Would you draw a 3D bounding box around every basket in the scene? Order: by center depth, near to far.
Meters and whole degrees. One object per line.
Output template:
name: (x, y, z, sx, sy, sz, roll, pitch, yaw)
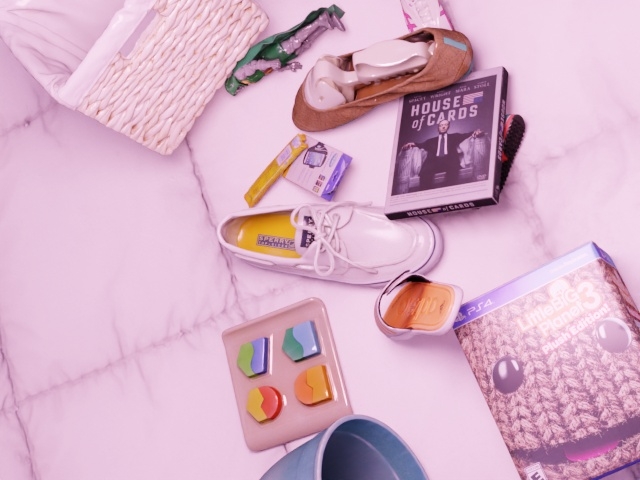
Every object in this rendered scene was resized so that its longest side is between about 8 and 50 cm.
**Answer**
basket: (-0.314, -0.372, 1.842, 0.328, 0.266, 0.331, -52, 47, 8)

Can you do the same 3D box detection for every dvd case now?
dvd case: (0.193, -0.149, 1.693, 0.179, 0.029, 0.238, -9, 58, 30)

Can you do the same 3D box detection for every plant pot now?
plant pot: (-0.002, 0.425, 1.620, 0.255, 0.272, 0.271, -30, 69, 33)

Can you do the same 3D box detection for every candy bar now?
candy bar: (-0.076, -0.115, 1.848, 0.161, 0.018, 0.040, -47, 43, 23)

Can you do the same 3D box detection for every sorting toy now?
sorting toy: (-0.060, 0.216, 1.792, 0.193, 0.038, 0.208, -22, 73, 19)

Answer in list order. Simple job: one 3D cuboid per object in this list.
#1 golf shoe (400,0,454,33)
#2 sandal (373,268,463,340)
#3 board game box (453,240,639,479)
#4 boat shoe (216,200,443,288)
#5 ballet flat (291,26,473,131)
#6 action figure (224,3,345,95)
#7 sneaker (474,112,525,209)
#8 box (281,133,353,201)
golf shoe: (0.159, -0.372, 1.772, 0.068, 0.086, 0.186, -25, 75, 17)
sandal: (0.129, 0.087, 1.624, 0.076, 0.265, 0.101, 25, 78, -12)
board game box: (0.353, 0.186, 1.554, 0.232, 0.141, 0.291, -29, 71, 17)
boat shoe: (0.000, -0.009, 1.739, 0.367, 0.156, 0.135, 6, 83, 25)
ballet flat: (0.070, -0.260, 1.742, 0.343, 0.124, 0.116, -12, 73, 32)
action figure: (-0.070, -0.311, 1.859, 0.232, 0.137, 0.063, -29, 83, 26)
sneaker: (0.252, -0.127, 1.710, 0.075, 0.057, 0.161, 26, 93, 41)
box: (-0.002, -0.117, 1.803, 0.136, 0.028, 0.081, 31, 95, 49)
